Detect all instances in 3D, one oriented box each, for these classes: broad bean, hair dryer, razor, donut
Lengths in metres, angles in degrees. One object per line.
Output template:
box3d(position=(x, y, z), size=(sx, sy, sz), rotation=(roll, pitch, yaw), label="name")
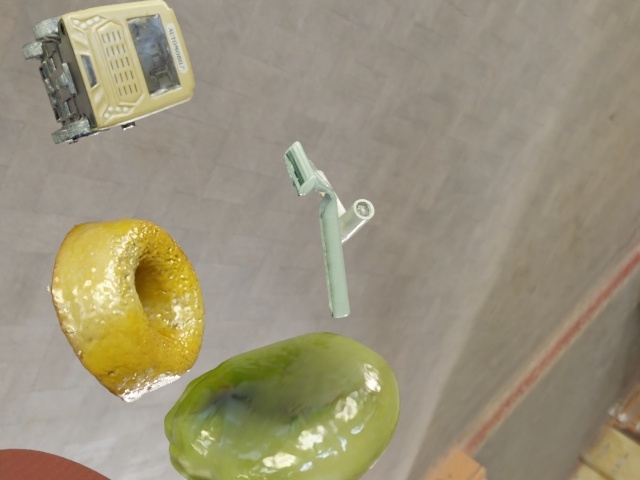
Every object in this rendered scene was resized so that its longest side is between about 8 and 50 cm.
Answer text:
box3d(position=(-0.045, 0.214, 0.988), size=(0.290, 0.238, 0.119), rotation=(-15, 125, -3), label="broad bean")
box3d(position=(0.020, -0.090, 1.508), size=(0.044, 0.183, 0.155), rotation=(-17, 167, -30), label="hair dryer")
box3d(position=(0.011, -0.002, 1.193), size=(0.056, 0.111, 0.278), rotation=(-19, 125, -4), label="razor")
box3d(position=(-0.267, 0.093, 1.199), size=(0.277, 0.108, 0.278), rotation=(-13, 90, -70), label="donut")

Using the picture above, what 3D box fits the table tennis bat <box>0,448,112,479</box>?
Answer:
box3d(position=(-0.086, 0.228, 0.441), size=(0.038, 0.310, 0.200), rotation=(-47, 178, 10), label="table tennis bat")

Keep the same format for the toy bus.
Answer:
box3d(position=(-0.329, -0.253, 1.261), size=(0.201, 0.365, 0.177), rotation=(-20, 103, -21), label="toy bus")
